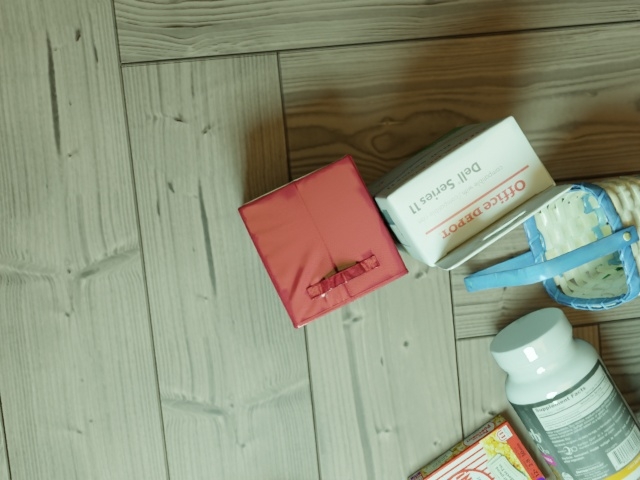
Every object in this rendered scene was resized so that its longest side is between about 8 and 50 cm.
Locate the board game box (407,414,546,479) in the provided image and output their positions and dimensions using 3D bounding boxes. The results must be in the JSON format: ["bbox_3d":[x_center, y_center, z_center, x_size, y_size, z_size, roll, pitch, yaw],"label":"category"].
[{"bbox_3d":[0.267,0.410,1.369,0.193,0.045,0.146,-35,97,-2],"label":"board game box"}]

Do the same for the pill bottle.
[{"bbox_3d":[0.398,0.259,1.313,0.162,0.162,0.278,-32,96,-2],"label":"pill bottle"}]

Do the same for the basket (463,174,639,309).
[{"bbox_3d":[0.387,0.014,1.246,0.289,0.255,0.201,-16,89,-14],"label":"basket"}]

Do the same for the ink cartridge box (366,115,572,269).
[{"bbox_3d":[0.190,-0.073,1.166,0.207,0.353,0.119,-34,97,-2],"label":"ink cartridge box"}]

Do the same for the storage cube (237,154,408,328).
[{"bbox_3d":[0.000,0.000,1.229,0.184,0.215,0.193,-26,91,-2],"label":"storage cube"}]
